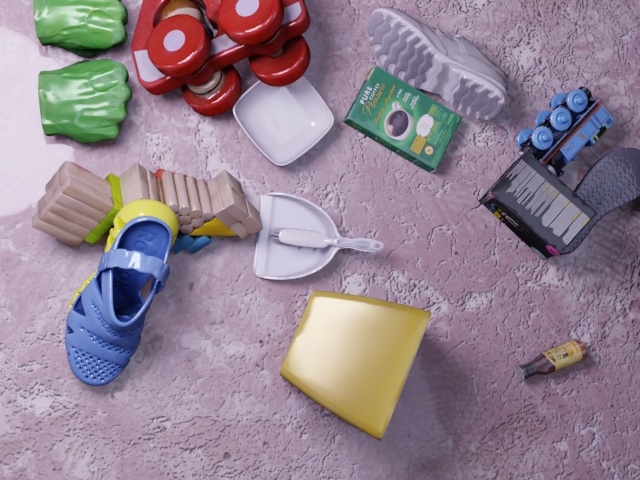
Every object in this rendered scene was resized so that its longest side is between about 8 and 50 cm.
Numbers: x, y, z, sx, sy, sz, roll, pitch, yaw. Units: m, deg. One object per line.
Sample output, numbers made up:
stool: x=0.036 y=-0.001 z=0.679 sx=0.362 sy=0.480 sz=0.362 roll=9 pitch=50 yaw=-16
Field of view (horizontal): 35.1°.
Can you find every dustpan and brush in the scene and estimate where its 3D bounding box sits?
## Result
dustpan and brush: x=0.000 y=0.000 z=1.710 sx=0.211 sy=0.060 sz=0.147 roll=7 pitch=85 yaw=-13

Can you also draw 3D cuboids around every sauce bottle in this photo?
sauce bottle: x=0.413 y=0.216 z=1.807 sx=0.128 sy=0.042 sz=0.042 roll=-20 pitch=92 yaw=-15

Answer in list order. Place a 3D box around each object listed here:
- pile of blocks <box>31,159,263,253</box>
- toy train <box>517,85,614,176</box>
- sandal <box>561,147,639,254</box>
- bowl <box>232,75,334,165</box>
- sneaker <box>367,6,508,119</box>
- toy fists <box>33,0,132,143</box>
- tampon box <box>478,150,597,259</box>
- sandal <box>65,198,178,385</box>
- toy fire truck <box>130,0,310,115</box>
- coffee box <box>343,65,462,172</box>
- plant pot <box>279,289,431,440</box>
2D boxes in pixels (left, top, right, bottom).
pile of blocks: x=-0.279 y=-0.057 z=1.639 sx=0.362 sy=0.149 sz=0.112 roll=6 pitch=42 yaw=-22
toy train: x=0.438 y=-0.193 z=1.820 sx=0.184 sy=0.080 sz=0.105 roll=-46 pitch=103 yaw=-12
sandal: x=0.500 y=-0.078 z=1.847 sx=0.254 sy=0.054 sz=0.097 roll=-40 pitch=89 yaw=-3
bowl: x=-0.066 y=-0.207 z=1.711 sx=0.142 sy=0.053 sz=0.142 roll=-40 pitch=96 yaw=-13
sneaker: x=0.207 y=-0.321 z=1.778 sx=0.281 sy=0.105 sz=0.115 roll=35 pitch=46 yaw=-5
toy fists: x=-0.374 y=-0.295 z=1.621 sx=0.142 sy=0.096 sz=0.279 roll=-3 pitch=87 yaw=1
tampon box: x=0.374 y=-0.058 z=1.756 sx=0.161 sy=0.120 sz=0.101 roll=43 pitch=86 yaw=4
sandal: x=-0.312 y=0.096 z=1.552 sx=0.126 sy=0.138 sz=0.317 roll=15 pitch=112 yaw=-18
toy fire truck: x=-0.166 y=-0.366 z=1.635 sx=0.302 sy=0.169 sz=0.254 roll=-21 pitch=64 yaw=10
coffee box: x=0.144 y=-0.212 z=1.768 sx=0.184 sy=0.040 sz=0.113 roll=28 pitch=80 yaw=-11
plant pot: x=0.044 y=0.185 z=1.646 sx=0.187 sy=0.212 sz=0.212 roll=23 pitch=82 yaw=1
